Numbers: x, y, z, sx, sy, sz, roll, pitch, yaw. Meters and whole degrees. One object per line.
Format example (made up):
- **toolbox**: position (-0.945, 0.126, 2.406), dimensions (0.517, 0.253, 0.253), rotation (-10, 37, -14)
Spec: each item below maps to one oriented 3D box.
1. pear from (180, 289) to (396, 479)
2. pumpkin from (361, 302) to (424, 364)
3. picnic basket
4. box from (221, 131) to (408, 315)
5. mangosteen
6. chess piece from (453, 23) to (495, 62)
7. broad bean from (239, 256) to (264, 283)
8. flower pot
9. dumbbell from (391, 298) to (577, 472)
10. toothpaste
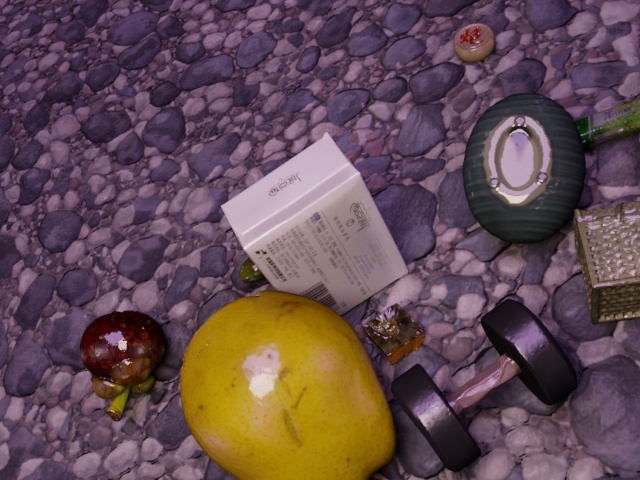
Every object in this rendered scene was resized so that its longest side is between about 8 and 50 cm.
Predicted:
- **pear**: position (-0.048, 0.235, 1.023), dimensions (0.284, 0.336, 0.285), rotation (-27, 7, 4)
- **pumpkin**: position (0.116, 0.146, 1.119), dimensions (0.074, 0.054, 0.083), rotation (-36, 47, -8)
- **picnic basket**: position (0.472, 0.015, 1.000), dimensions (0.196, 0.134, 0.154), rotation (-10, 59, 18)
- **box**: position (-0.001, -0.001, 1.126), dimensions (0.203, 0.274, 0.116), rotation (-34, 49, 0)
- **mangosteen**: position (-0.336, 0.212, 1.232), dimensions (0.145, 0.156, 0.181), rotation (-20, 79, -21)
- **chess piece**: position (0.308, -0.396, 1.403), dimensions (0.083, 0.038, 0.084), rotation (-13, 53, 17)
- **broad bean**: position (-0.056, -0.013, 1.301), dimensions (0.256, 0.053, 0.052), rotation (-48, 15, -12)
- **flower pot**: position (0.323, -0.116, 1.118), dimensions (0.189, 0.157, 0.243), rotation (-1, 84, 21)
- **dumbbell**: position (0.224, 0.200, 0.973), dimensions (0.218, 0.152, 0.152), rotation (-35, 52, -1)
- **toothpaste**: position (0.462, -0.187, 1.194), dimensions (0.247, 0.047, 0.078), rotation (-19, 49, 9)
